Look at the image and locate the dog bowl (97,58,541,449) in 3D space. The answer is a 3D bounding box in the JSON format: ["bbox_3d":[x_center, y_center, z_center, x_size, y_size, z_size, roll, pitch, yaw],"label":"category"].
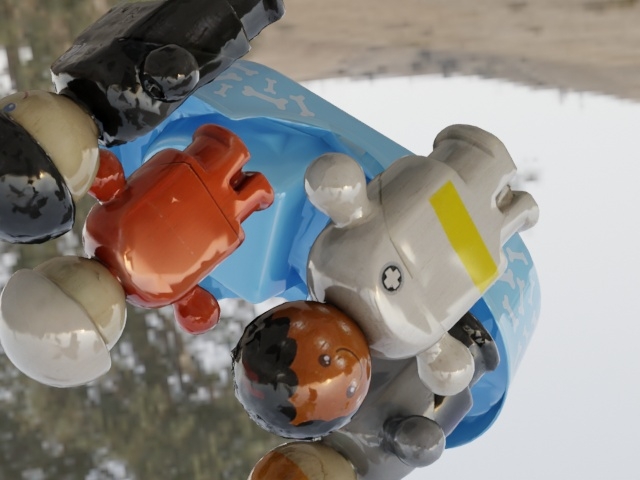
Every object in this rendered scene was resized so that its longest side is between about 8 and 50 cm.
[{"bbox_3d":[0.000,0.000,0.954,0.297,0.166,0.074,33,-133,18],"label":"dog bowl"}]

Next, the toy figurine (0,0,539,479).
[{"bbox_3d":[-0.034,0.015,0.647,0.209,0.213,0.148,39,-115,16],"label":"toy figurine"}]
